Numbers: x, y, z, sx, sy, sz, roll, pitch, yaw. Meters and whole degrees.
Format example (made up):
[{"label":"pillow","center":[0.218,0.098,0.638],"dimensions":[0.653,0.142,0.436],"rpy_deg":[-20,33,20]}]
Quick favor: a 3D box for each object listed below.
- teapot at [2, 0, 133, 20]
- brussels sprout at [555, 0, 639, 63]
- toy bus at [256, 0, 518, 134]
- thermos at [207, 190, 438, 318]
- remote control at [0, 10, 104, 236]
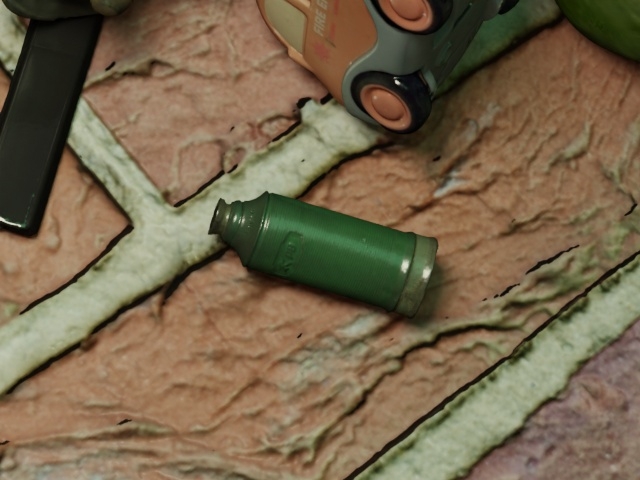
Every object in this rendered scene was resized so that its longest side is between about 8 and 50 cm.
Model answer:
[{"label":"teapot","center":[-0.202,-0.303,1.687],"dimensions":[0.223,0.305,0.285],"rpy_deg":[-24,71,11]},{"label":"brussels sprout","center":[0.394,-0.292,1.796],"dimensions":[0.371,0.315,0.276],"rpy_deg":[-23,99,-29]},{"label":"toy bus","center":[0.045,-0.246,1.679],"dimensions":[0.232,0.287,0.194],"rpy_deg":[29,59,11]},{"label":"thermos","center":[0.000,0.001,1.668],"dimensions":[0.188,0.073,0.083],"rpy_deg":[17,66,-8]},{"label":"remote control","center":[-0.238,-0.117,1.678],"dimensions":[0.063,0.025,0.245],"rpy_deg":[15,64,-5]}]
